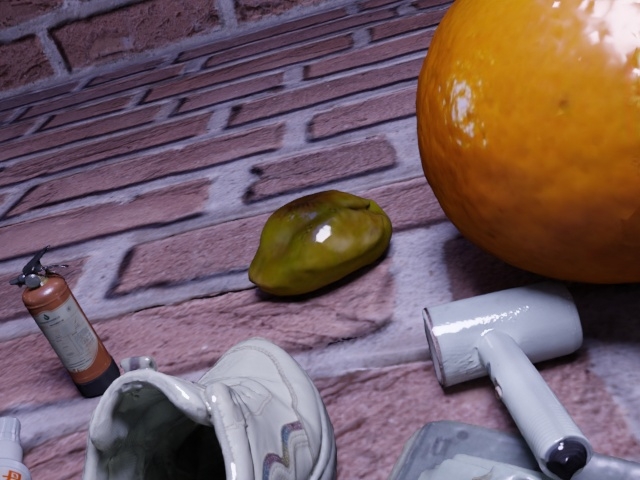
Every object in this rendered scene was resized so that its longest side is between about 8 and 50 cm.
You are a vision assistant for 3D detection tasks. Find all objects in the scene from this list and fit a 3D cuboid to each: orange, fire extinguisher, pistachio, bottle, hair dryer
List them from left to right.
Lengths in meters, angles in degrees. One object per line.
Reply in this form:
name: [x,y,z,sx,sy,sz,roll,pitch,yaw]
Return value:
bottle: [-0.291,0.235,0.581,0.060,0.060,0.217,-23,31,-9]
fire extinguisher: [-0.272,0.088,0.701,0.062,0.177,0.050,-19,29,-1]
pistachio: [-0.001,0.002,0.781,0.189,0.100,0.110,-19,26,-6]
hair dryer: [0.162,0.101,0.508,0.131,0.073,0.236,-14,13,4]
orange: [0.293,-0.143,0.596,0.424,0.326,0.424,-13,8,2]

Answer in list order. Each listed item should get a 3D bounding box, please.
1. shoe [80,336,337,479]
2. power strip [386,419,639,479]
shoe: [-0.075,0.150,0.457,0.132,0.211,0.342,-12,30,11]
power strip: [0.120,0.196,0.426,0.213,0.064,0.198,3,37,30]
